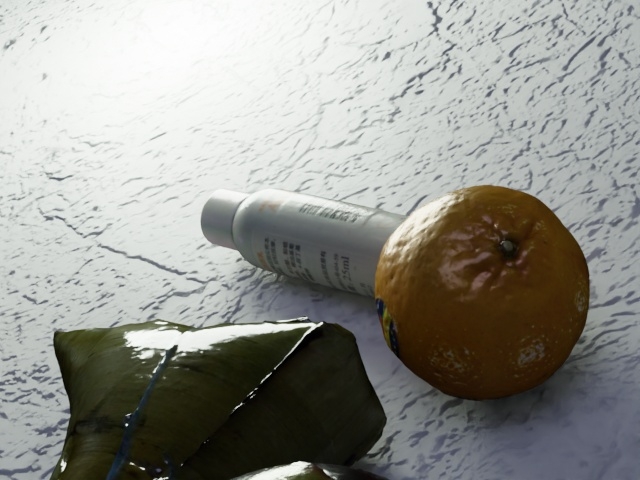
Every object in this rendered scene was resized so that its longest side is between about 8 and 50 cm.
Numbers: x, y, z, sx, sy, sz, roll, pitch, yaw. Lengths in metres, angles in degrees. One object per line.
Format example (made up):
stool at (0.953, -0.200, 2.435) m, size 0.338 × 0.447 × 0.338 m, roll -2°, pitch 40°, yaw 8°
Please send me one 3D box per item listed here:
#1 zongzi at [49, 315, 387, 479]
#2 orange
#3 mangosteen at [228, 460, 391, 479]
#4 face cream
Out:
zongzi at (-0.178, 0.171, 1.293) m, size 0.361 × 0.160 × 0.323 m, roll 9°, pitch 32°, yaw 35°
orange at (0.131, 0.040, 1.308) m, size 0.178 × 0.155 × 0.177 m, roll -6°, pitch 43°, yaw 6°
mangosteen at (-0.025, 0.261, 1.033) m, size 0.288 × 0.287 × 0.233 m, roll -31°, pitch 34°, yaw -9°
face cream at (0.000, 0.000, 1.487) m, size 0.269 × 0.082 × 0.082 m, roll 14°, pitch 52°, yaw 37°
